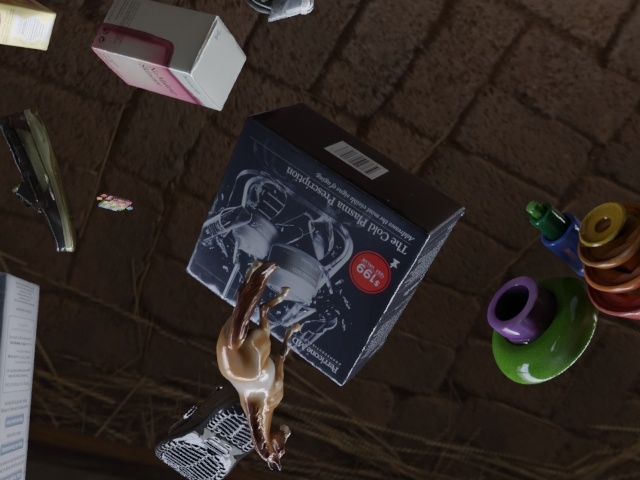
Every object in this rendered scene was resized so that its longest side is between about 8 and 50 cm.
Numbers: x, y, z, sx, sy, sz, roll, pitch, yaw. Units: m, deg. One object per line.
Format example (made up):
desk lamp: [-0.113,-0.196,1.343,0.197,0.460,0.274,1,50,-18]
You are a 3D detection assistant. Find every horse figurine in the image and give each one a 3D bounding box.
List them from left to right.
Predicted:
horse figurine: [-0.075,0.143,0.988,0.066,0.174,0.263,7,136,18]

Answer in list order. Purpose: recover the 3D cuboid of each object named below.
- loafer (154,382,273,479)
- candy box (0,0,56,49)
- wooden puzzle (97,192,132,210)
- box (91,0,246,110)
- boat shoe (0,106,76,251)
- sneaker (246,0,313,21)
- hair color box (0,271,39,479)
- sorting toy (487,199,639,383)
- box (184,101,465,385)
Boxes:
loafer: [-0.186,0.354,1.491,0.134,0.130,0.366,41,134,-13]
candy box: [-0.701,-0.455,1.520,0.183,0.316,0.087,32,110,26]
wooden puzzle: [-0.418,-0.075,1.601,0.083,0.006,0.049,16,150,-39]
box: [-0.286,-0.358,1.500,0.232,0.148,0.127,19,78,22]
boat shoe: [-0.424,-0.085,1.183,0.073,0.080,0.223,-14,108,-12]
sneaker: [-0.109,-0.516,1.468,0.132,0.086,0.229,-21,85,-2]
hair color box: [-0.507,0.241,1.166,0.113,0.185,0.374,2,81,-5]
sorting toy: [0.099,0.012,0.316,0.042,0.061,0.102,37,127,-22]
box: [0.000,0.000,1.300,0.343,0.179,0.312,34,119,15]
